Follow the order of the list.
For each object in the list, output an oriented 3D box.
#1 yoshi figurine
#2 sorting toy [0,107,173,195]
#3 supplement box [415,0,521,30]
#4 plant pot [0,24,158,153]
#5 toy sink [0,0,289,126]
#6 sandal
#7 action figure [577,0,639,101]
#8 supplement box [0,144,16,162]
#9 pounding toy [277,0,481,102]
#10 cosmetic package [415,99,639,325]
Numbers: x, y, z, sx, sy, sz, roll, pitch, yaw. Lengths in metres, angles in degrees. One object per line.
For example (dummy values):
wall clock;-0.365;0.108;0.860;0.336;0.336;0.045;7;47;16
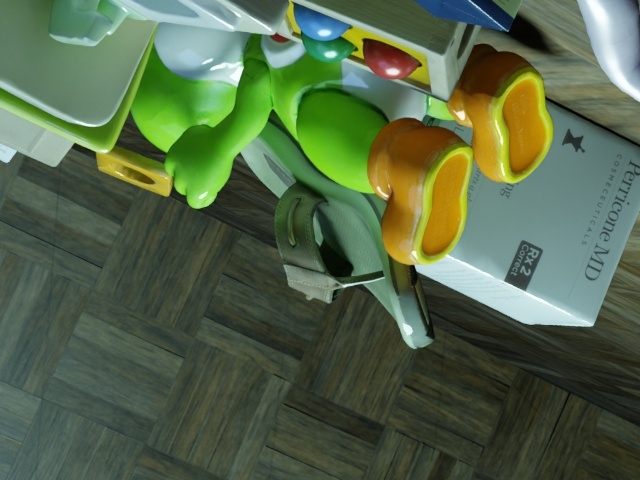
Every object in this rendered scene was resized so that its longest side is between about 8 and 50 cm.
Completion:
yoshi figurine;-0.018;-0.103;1.469;0.362;0.203;0.203;29;-172;30
sorting toy;-0.269;-0.125;1.549;0.347;0.047;0.196;25;167;-12
supplement box;0.075;-0.170;1.055;0.056;0.083;0.083;18;171;43
plant pot;-0.189;-0.194;1.177;0.227;0.207;0.228;26;-178;-13
toy sink;-0.085;-0.177;0.908;0.153;0.234;0.131;29;172;-35
sandal;0.000;0.001;1.529;0.303;0.086;0.120;43;159;51
action figure;0.030;-0.136;0.560;0.248;0.276;0.370;-9;-174;31
supplement box;-0.252;-0.177;1.634;0.114;0.111;0.220;26;142;-16
pounding toy;0.057;-0.152;1.220;0.181;0.094;0.206;23;174;8
cosmetic package;0.145;-0.034;1.603;0.183;0.151;0.151;24;173;-12
